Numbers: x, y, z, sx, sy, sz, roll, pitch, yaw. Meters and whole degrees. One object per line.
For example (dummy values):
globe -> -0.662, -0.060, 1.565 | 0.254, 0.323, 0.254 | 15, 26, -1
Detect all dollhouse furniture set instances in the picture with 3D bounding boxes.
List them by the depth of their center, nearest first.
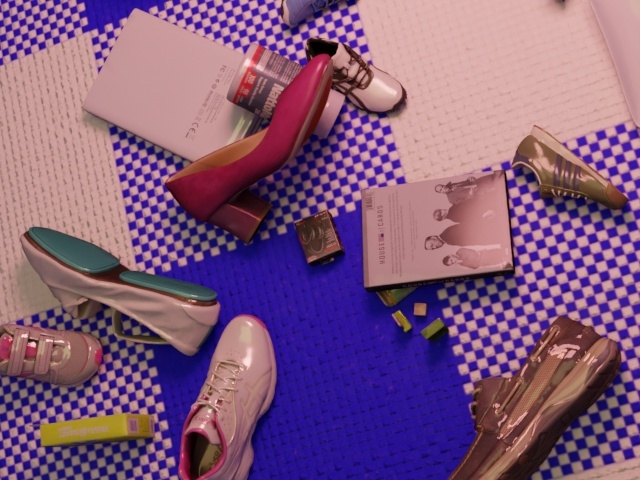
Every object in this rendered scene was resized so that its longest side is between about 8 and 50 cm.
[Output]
dollhouse furniture set -> 0.141, 0.093, 1.704 | 0.076, 0.058, 0.151 | -37, 70, 6

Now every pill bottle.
pill bottle -> -0.056, -0.245, 1.790 | 0.180, 0.108, 0.108 | 25, 86, -5

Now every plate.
plate -> 0.575, -0.345, 1.656 | 0.278, 0.045, 0.277 | -20, 84, 12

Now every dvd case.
dvd case -> 0.184, -0.016, 1.713 | 0.239, 0.029, 0.179 | -8, 64, 16

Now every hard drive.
hard drive -> -0.248, -0.264, 1.912 | 0.319, 0.040, 0.210 | 26, 87, 20

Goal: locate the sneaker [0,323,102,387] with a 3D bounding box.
sneaker -> -0.501, 0.198, 1.848 | 0.252, 0.111, 0.103 | -1, 78, 16

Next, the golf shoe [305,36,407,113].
golf shoe -> 0.051, -0.279, 1.797 | 0.198, 0.094, 0.077 | 30, 87, 19

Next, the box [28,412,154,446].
box -> -0.380, 0.318, 1.786 | 0.178, 0.109, 0.042 | -9, 77, 15

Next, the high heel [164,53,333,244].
high heel -> -0.121, -0.170, 1.722 | 0.181, 0.127, 0.377 | 32, 119, 2

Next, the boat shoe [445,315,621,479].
boat shoe -> 0.292, 0.261, 1.598 | 0.355, 0.132, 0.130 | -45, 60, -6

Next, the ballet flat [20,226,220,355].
ballet flat -> -0.360, 0.094, 1.831 | 0.400, 0.139, 0.139 | 19, 84, 19

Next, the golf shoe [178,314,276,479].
golf shoe -> -0.151, 0.265, 1.713 | 0.115, 0.140, 0.306 | 7, 79, 20

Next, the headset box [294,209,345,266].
headset box -> 0.000, 0.000, 1.782 | 0.062, 0.032, 0.083 | -22, 71, 11

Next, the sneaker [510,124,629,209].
sneaker -> 0.382, -0.092, 1.674 | 0.192, 0.064, 0.086 | 43, 100, 21

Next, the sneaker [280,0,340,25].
sneaker -> 0.019, -0.444, 1.850 | 0.211, 0.080, 0.081 | -42, 67, 6
